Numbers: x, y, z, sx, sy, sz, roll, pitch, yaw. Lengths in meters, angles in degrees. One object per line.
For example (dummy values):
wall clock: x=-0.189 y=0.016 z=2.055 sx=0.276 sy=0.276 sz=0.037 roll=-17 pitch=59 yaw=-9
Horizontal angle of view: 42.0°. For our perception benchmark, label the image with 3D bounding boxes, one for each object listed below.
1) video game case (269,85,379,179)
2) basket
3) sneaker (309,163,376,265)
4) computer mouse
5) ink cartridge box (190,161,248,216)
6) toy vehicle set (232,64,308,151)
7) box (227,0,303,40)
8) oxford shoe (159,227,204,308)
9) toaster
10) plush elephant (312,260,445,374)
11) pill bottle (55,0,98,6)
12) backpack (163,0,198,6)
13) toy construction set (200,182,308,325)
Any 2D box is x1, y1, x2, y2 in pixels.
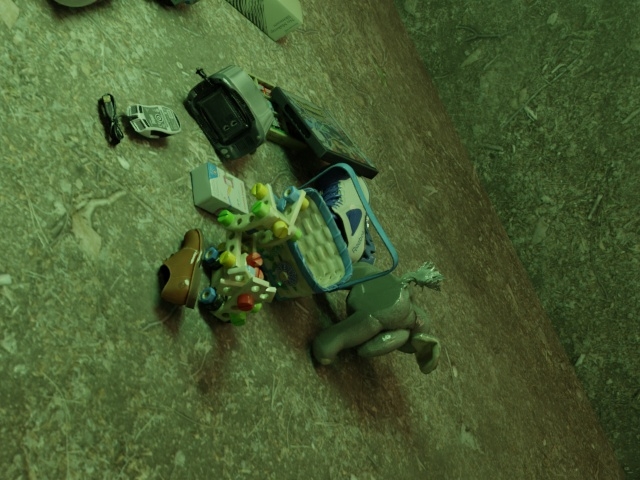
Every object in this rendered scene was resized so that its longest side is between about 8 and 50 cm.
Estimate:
video game case: x=0.014 y=-0.282 z=2.200 sx=0.275 sy=0.035 sz=0.248 roll=14 pitch=36 yaw=-57
basket: x=0.000 y=0.000 z=1.801 sx=0.254 sy=0.289 sz=0.201 roll=62 pitch=26 yaw=-1
sneaker: x=0.043 y=-0.074 z=2.135 sx=0.182 sy=0.127 sz=0.315 roll=29 pitch=44 yaw=-53
computer mouse: x=-0.354 y=-0.232 z=1.647 sx=0.193 sy=0.042 sz=0.106 roll=-1 pitch=63 yaw=-56
ink cartridge box: x=-0.213 y=-0.101 z=1.771 sx=0.122 sy=0.052 sz=0.088 roll=29 pitch=42 yaw=-51
toy vehicle set: x=-0.136 y=-0.336 z=2.146 sx=0.267 sy=0.035 sz=0.165 roll=14 pitch=55 yaw=-58
box: x=-0.173 y=-0.679 z=2.307 sx=0.275 sy=0.113 sz=0.094 roll=30 pitch=42 yaw=-47
oxford shoe: x=-0.258 y=0.040 z=1.551 sx=0.076 sy=0.076 sz=0.212 roll=11 pitch=32 yaw=-9
toaster: x=-0.203 y=-0.304 z=1.893 sx=0.227 sy=0.129 sz=0.146 roll=55 pitch=23 yaw=-13
plush elephant: x=0.155 y=0.189 z=1.978 sx=0.255 sy=0.330 sz=0.271 roll=64 pitch=11 yaw=-46
pill bottle: x=-0.433 y=-0.568 z=1.667 sx=0.161 sy=0.161 sz=0.283 roll=58 pitch=26 yaw=-12
backpack: x=-0.298 y=-0.680 z=1.911 sx=0.191 sy=0.254 sz=0.225 roll=7 pitch=59 yaw=-60
toy construction set: x=-0.132 y=0.040 z=1.606 sx=0.151 sy=0.215 sz=0.327 roll=49 pitch=30 yaw=-27
